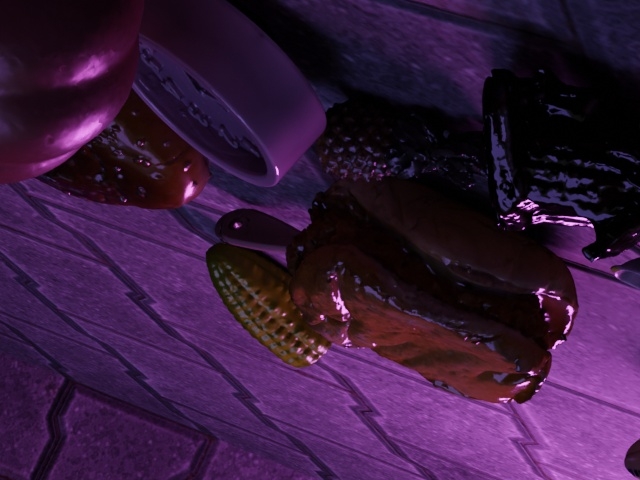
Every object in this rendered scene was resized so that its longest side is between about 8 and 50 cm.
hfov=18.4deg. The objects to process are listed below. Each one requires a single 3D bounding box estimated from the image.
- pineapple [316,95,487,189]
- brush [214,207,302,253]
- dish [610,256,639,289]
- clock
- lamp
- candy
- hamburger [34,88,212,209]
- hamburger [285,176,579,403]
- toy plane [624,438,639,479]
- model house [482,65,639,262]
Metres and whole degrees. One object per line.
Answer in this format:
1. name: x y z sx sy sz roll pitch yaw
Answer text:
1. pineapple: 0.076 -0.079 1.699 0.159 0.074 0.074 9 159 32
2. brush: 0.001 -0.002 2.139 0.313 0.072 0.067 17 140 40
3. dish: 0.325 0.039 1.748 0.137 0.039 0.091 27 171 -4
4. clock: -0.090 -0.135 1.678 0.197 0.068 0.197 38 166 11
5. lamp: -0.245 -0.195 1.471 0.305 0.240 0.305 28 130 40
6. candy: -0.068 0.073 2.453 0.209 0.096 0.097 44 158 -31
7. hamburger: -0.227 -0.133 1.885 0.286 0.146 0.243 24 159 11
8. hamburger: 0.107 0.044 1.924 0.283 0.144 0.259 22 163 -6
9. toy plane: 0.423 0.224 2.119 0.242 0.104 0.256 30 166 -28
10. model house: 0.208 -0.058 1.488 0.164 0.141 0.203 0 -177 10
